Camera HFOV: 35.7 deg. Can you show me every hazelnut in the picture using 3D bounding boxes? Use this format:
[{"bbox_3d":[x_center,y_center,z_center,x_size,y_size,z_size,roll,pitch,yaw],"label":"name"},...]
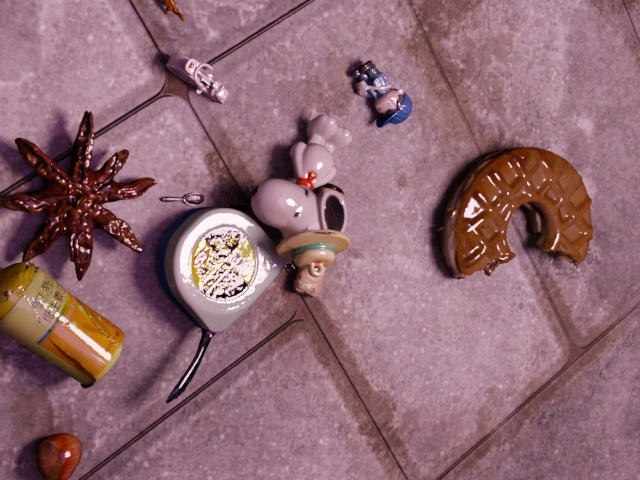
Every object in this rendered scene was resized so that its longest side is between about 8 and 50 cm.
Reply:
[{"bbox_3d":[-0.449,0.371,1.713,0.086,0.086,0.086,-3,98,-27],"label":"hazelnut"}]

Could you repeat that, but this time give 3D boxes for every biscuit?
[{"bbox_3d":[0.410,-0.061,2.074,0.366,0.115,0.269,-6,99,-28],"label":"biscuit"},{"bbox_3d":[0.000,0.000,1.904,0.061,0.055,0.219,18,88,-38],"label":"biscuit"}]

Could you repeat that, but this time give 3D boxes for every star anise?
[{"bbox_3d":[-0.403,-0.074,1.674,0.288,0.088,0.288,-3,96,-29],"label":"star anise"}]

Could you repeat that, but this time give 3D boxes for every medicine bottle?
[{"bbox_3d":[-0.449,0.136,1.656,0.239,0.124,0.124,42,77,-25],"label":"medicine bottle"}]

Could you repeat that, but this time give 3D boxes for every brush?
[{"bbox_3d":[-0.248,-0.075,1.794,0.083,0.008,0.024,-1,100,-27],"label":"brush"}]

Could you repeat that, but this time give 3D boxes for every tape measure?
[{"bbox_3d":[-0.225,0.095,1.768,0.351,0.097,0.215,-50,116,-22],"label":"tape measure"}]

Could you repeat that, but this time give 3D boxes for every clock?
[{"bbox_3d":[-0.210,-0.283,1.750,0.129,0.087,0.041,36,80,-34],"label":"clock"}]

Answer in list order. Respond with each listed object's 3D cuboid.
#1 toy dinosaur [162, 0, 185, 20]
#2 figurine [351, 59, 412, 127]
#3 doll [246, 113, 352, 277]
[{"bbox_3d":[-0.272,-0.427,1.723,0.026,0.041,0.113,-39,107,-14],"label":"toy dinosaur"},{"bbox_3d":[0.121,-0.286,1.932,0.136,0.077,0.079,57,36,-5],"label":"figurine"},{"bbox_3d":[-0.002,-0.085,1.808,0.208,0.144,0.271,48,53,-10],"label":"doll"}]
